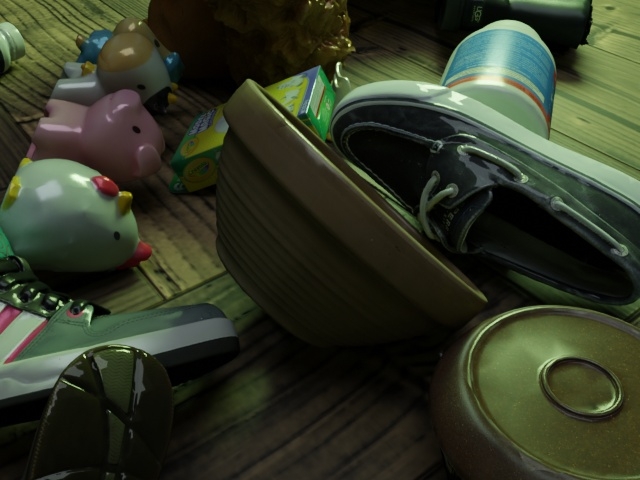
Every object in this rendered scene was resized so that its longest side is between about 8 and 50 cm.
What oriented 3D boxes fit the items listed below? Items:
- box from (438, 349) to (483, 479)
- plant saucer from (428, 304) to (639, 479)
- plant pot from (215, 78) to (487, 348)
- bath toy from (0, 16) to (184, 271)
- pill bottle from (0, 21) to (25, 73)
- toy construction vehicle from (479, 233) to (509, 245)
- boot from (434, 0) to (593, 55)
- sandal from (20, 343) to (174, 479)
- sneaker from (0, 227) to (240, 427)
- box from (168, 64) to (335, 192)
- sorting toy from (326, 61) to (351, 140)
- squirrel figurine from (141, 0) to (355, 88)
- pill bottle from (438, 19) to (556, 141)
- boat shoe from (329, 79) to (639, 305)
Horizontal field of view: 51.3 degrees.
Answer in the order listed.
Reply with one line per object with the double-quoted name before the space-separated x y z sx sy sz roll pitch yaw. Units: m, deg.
"box" 0.231 0.176 0.349 0.293 0.073 0.296 -2 38 -4
"plant saucer" 0.148 0.091 0.382 0.168 0.029 0.168 0 37 0
"plant pot" 0.000 0.000 0.495 0.110 0.237 0.237 -46 46 7
"bath toy" -0.208 -0.097 0.650 0.129 0.151 0.348 23 34 -23
"pill bottle" -0.450 -0.241 0.865 0.067 0.067 0.120 23 45 26
"toy construction vehicle" 0.141 -0.024 0.632 0.098 0.035 0.086 19 49 18
"boot" 0.279 -0.347 0.984 0.207 0.094 0.246 10 31 1
"sandal" -0.139 0.162 0.343 0.090 0.060 0.220 21 64 -21
"sneaker" -0.213 0.032 0.451 0.295 0.124 0.179 -9 73 -10
"box" -0.077 -0.111 0.681 0.179 0.043 0.105 -18 34 22
"sorting toy" 0.024 -0.160 0.761 0.044 0.075 0.083 -5 39 -7
"squirrel figurine" -0.096 -0.382 0.790 0.280 0.371 0.397 -16 39 -19
"pill bottle" 0.189 -0.157 0.720 0.124 0.124 0.222 12 41 14
"boat shoe" 0.126 -0.038 0.554 0.301 0.108 0.102 28 51 16
